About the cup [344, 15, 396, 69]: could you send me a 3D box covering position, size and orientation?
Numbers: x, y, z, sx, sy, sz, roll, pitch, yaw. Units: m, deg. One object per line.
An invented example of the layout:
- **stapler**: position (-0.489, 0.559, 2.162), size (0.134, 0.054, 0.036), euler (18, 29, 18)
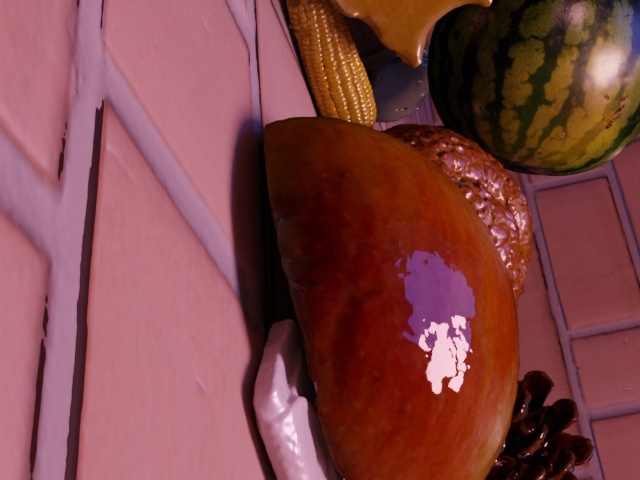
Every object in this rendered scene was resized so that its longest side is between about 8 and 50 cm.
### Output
- **cup**: position (0.049, -0.319, 1.393), size (0.141, 0.120, 0.120), euler (52, 24, -35)

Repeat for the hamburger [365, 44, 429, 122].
- **hamburger**: position (0.111, -0.243, 1.526), size (0.133, 0.140, 0.062), euler (17, 32, -46)

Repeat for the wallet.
- **wallet**: position (-0.007, 0.157, 0.714), size (0.124, 0.031, 0.183), euler (-81, 155, -69)

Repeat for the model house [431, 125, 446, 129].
- **model house**: position (0.164, -0.021, 1.405), size (0.175, 0.193, 0.234), euler (60, 22, -59)

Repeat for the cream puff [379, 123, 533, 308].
- **cream puff**: position (0.141, 0.007, 1.177), size (0.303, 0.212, 0.303), euler (-6, 90, -77)

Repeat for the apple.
- **apple**: position (0.049, 0.053, 0.796), size (0.254, 0.179, 0.346), euler (4, 60, -34)

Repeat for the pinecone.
- **pinecone**: position (0.283, 0.295, 1.573), size (0.309, 0.244, 0.244), euler (59, 18, -28)

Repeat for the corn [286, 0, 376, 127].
- **corn**: position (0.014, -0.197, 1.147), size (0.067, 0.067, 0.206), euler (-90, 161, -50)

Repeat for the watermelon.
- **watermelon**: position (0.273, -0.215, 1.233), size (0.285, 0.285, 0.285), euler (-13, 90, -80)

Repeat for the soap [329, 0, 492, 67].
- **soap**: position (0.052, -0.378, 1.139), size (0.293, 0.156, 0.335), euler (45, 20, -17)
